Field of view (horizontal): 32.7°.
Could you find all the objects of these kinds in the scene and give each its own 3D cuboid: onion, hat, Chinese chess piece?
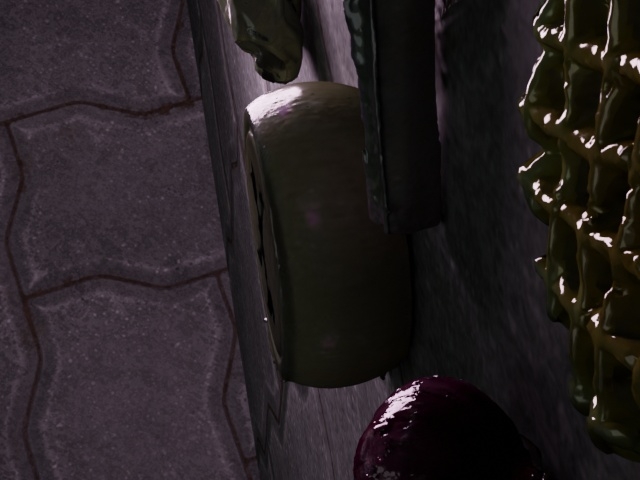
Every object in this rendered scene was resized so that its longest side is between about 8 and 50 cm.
[{"bbox_3d":[0.064,0.118,0.503,0.104,0.115,0.115,-16,78,37],"label":"onion"},{"bbox_3d":[-0.046,-0.225,1.049,0.122,0.081,0.166,45,-163,-12],"label":"hat"},{"bbox_3d":[0.000,0.000,0.814,0.238,0.092,0.237,171,90,-82],"label":"Chinese chess piece"}]

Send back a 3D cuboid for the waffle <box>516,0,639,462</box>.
[{"bbox_3d":[0.098,-0.024,0.313,0.183,0.036,0.169,107,156,-67],"label":"waffle"}]

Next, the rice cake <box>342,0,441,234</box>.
[{"bbox_3d":[0.043,-0.099,0.592,0.036,0.047,0.206,40,141,55],"label":"rice cake"}]
